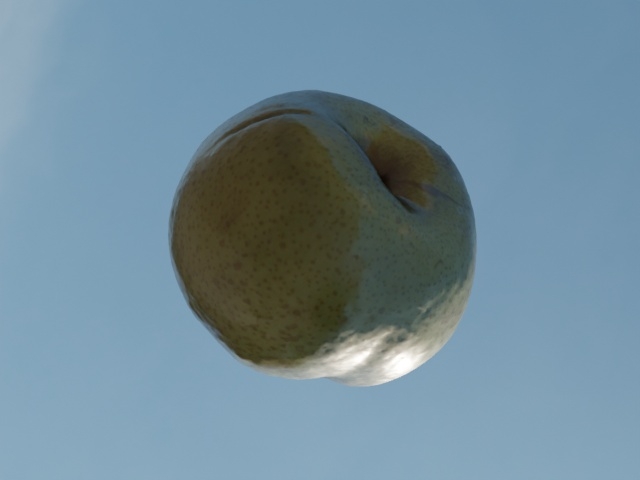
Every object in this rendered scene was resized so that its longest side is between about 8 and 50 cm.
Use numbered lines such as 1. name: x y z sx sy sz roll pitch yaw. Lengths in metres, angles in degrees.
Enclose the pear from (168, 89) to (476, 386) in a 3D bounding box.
1. pear: 0.000 0.000 0.657 0.136 0.167 0.167 -43 -132 33
